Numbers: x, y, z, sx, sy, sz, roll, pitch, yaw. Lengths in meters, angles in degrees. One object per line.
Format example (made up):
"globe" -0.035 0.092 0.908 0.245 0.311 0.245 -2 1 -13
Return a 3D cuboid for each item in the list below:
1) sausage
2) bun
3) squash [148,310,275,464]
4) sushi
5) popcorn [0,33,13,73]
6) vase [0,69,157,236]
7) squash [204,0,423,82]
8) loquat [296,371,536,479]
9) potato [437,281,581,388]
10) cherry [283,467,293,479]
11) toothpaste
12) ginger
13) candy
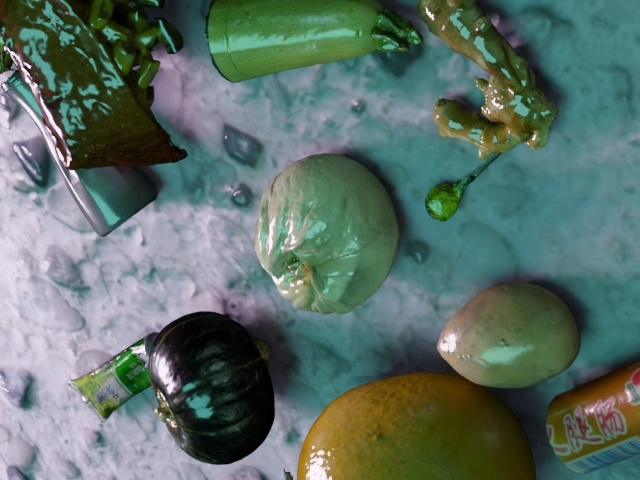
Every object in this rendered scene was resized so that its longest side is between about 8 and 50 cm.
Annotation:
"sausage" 0.365 0.147 1.465 0.093 0.093 0.312 50 135 -8
"bun" 0.000 0.000 1.583 0.164 0.111 0.188 36 132 1
"squash" -0.129 0.178 1.767 0.193 0.155 0.193 177 90 -67
"sushi" -0.241 -0.201 1.554 0.296 0.179 0.167 64 176 -8
"popcorn" -0.461 -0.219 1.668 0.251 0.206 0.237 12 114 4
"vase" -0.287 -0.112 1.717 0.086 0.086 0.214 -32 97 44
"squash" -0.002 -0.203 1.448 0.224 0.094 0.094 3 124 28
"loquat" 0.110 0.275 1.604 0.274 0.275 0.275 18 131 22
"potato" 0.200 0.105 1.539 0.147 0.112 0.112 -7 119 29
"cherry" -0.108 0.359 1.942 0.148 0.115 0.188 -134 35 -57
"toothpaste" -0.254 0.176 1.934 0.078 0.047 0.248 50 137 -6
"ginger" 0.157 -0.168 1.397 0.176 0.052 0.193 32 142 10
"candy" 0.151 -0.062 1.497 0.035 0.035 0.123 44 127 -7
